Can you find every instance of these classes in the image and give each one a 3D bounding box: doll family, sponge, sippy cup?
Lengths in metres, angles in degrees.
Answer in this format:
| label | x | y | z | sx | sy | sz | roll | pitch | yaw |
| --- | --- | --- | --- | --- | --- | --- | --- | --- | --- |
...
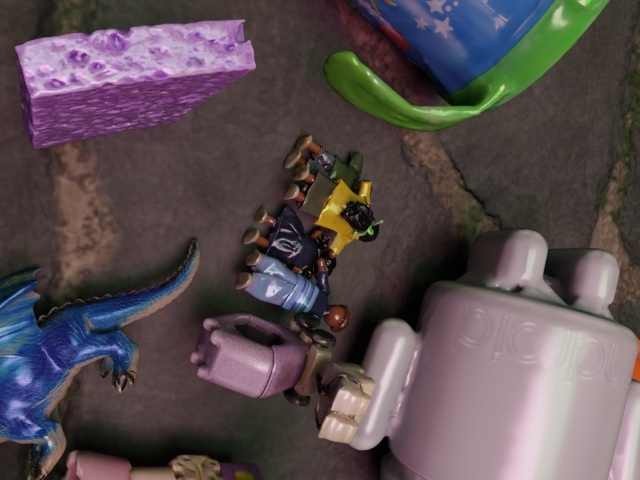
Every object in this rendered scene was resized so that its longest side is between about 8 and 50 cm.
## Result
| label | x | y | z | sx | sy | sz | roll | pitch | yaw |
| --- | --- | --- | --- | --- | --- | --- | --- | --- | --- |
| doll family | 0.000 | 0.000 | 0.540 | 0.111 | 0.076 | 0.193 | 33 | 85 | -29 |
| sponge | -0.133 | -0.097 | 0.387 | 0.117 | 0.210 | 0.031 | -17 | 99 | -25 |
| sippy cup | 0.106 | -0.263 | 0.495 | 0.224 | 0.240 | 0.305 | 29 | 43 | -14 |

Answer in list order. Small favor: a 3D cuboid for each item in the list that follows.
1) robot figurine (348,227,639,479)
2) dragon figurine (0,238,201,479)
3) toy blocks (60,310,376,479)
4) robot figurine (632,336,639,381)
| label | x | y | z | sx | sy | sz | roll | pitch | yaw |
| --- | --- | --- | --- | --- | --- | --- | --- | --- | --- |
| robot figurine | 0.174 | 0.169 | 0.563 | 0.300 | 0.200 | 0.353 | 14 | 87 | -2 |
| dragon figurine | -0.217 | 0.073 | 0.429 | 0.289 | 0.085 | 0.144 | -48 | 112 | -13 |
| toy blocks | -0.112 | 0.216 | 0.356 | 0.260 | 0.288 | 0.308 | 16 | 102 | -31 |
| robot figurine | 0.346 | 0.199 | 0.692 | 0.220 | 0.128 | 0.158 | -27 | 84 | -20 |
